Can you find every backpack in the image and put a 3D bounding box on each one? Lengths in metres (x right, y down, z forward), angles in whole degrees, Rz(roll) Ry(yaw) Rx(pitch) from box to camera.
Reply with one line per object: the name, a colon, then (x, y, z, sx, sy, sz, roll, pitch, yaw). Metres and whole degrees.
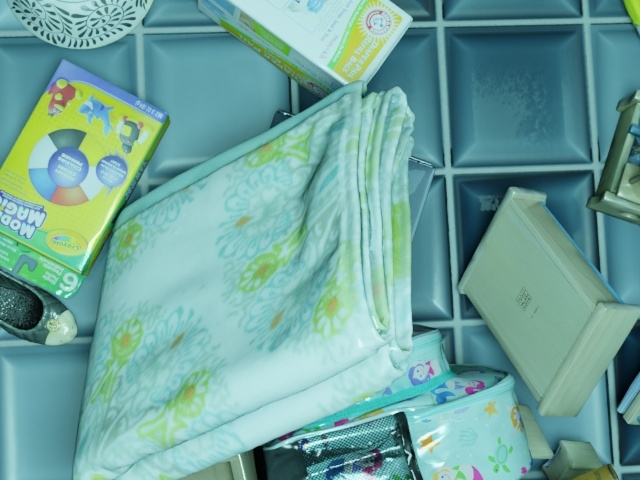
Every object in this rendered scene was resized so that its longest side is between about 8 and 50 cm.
backpack: (0.064, 0.179, 1.154, 0.253, 0.225, 0.191, -8, 89, -7)

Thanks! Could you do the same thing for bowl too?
bowl: (-0.259, -0.295, 1.294, 0.170, 0.080, 0.170, 0, 85, -5)

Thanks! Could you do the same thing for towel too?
towel: (-0.075, 0.042, 1.109, 0.090, 0.374, 0.320, 40, 37, -32)

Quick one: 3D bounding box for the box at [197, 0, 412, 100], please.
box: (-0.019, -0.240, 1.291, 0.203, 0.114, 0.103, 36, 81, -1)

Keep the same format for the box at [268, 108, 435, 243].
box: (0.000, 0.000, 1.296, 0.183, 0.059, 0.233, 20, 83, -3)

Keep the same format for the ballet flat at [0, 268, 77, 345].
ballet flat: (-0.331, 0.059, 1.266, 0.173, 0.049, 0.057, 30, 83, -1)

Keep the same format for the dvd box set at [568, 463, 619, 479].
dvd box set: (0.147, 0.432, 1.163, 0.420, 0.062, 0.308, -25, 95, 8)

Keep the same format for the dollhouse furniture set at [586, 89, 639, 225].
dollhouse furniture set: (0.382, -0.084, 1.274, 0.129, 0.184, 0.129, 19, 83, -3)

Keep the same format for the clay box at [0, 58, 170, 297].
clay box: (-0.265, -0.062, 1.282, 0.127, 0.053, 0.222, 27, 82, -1)

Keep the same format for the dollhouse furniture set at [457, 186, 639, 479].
dollhouse furniture set: (0.318, 0.109, 1.305, 0.303, 0.198, 0.286, 6, 124, -28)

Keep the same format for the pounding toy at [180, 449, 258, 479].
pounding toy: (-0.148, 0.244, 1.243, 0.181, 0.094, 0.206, -14, 85, 13)

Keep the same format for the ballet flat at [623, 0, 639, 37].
ballet flat: (0.413, -0.204, 1.349, 0.231, 0.077, 0.077, 33, 99, -3)
